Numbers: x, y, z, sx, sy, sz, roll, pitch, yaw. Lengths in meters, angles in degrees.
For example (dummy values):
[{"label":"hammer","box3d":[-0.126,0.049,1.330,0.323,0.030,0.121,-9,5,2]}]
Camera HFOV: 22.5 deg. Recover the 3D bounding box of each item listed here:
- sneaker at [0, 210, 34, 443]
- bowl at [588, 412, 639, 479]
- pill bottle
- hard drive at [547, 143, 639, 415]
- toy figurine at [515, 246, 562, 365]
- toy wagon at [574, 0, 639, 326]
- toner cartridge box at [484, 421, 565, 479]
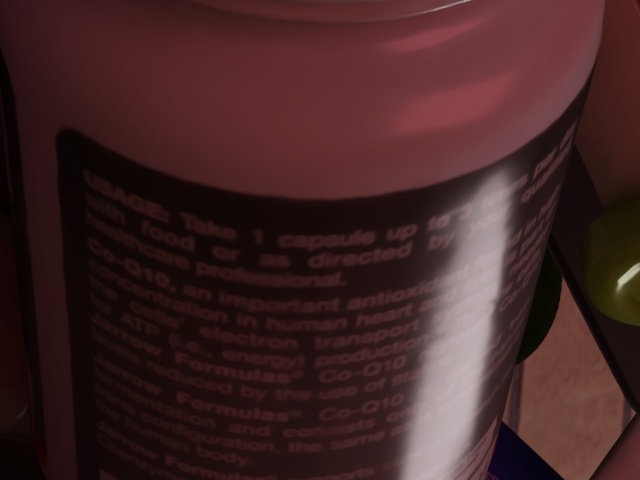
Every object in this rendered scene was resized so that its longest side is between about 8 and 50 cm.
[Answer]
[{"label":"sneaker","box3d":[-0.127,0.029,0.561,0.134,0.051,0.070,48,54,-51]},{"label":"bowl","box3d":[0.130,0.220,0.757,0.298,0.134,0.298,-51,167,-17]},{"label":"pill bottle","box3d":[-0.009,-0.031,0.460,0.161,0.161,0.283,-48,157,-37]},{"label":"hard drive","box3d":[0.148,-0.069,0.780,0.203,0.040,0.307,61,26,-11]},{"label":"toy figurine","box3d":[0.000,0.000,0.685,0.159,0.130,0.173,-21,106,-39]},{"label":"toy wagon","box3d":[0.125,-0.081,0.617,0.344,0.068,0.267,42,34,-42]},{"label":"toner cartridge box","box3d":[-0.052,0.166,0.611,0.348,0.075,0.165,-11,136,-51]}]
